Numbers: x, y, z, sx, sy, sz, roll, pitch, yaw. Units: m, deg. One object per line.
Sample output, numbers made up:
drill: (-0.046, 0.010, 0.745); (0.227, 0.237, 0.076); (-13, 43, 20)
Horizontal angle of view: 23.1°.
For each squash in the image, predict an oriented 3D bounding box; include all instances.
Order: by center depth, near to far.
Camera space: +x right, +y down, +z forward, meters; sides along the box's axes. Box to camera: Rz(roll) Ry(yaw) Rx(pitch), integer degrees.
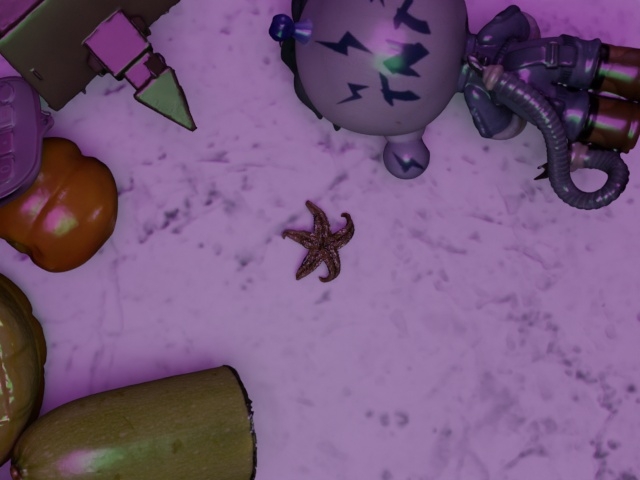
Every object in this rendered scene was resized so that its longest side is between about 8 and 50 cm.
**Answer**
squash: (-0.195, 0.208, 1.580); (0.247, 0.132, 0.132); (-9, 94, -22)

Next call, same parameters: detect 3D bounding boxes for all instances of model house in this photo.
model house: (-0.209, -0.200, 1.562); (0.181, 0.176, 0.248); (-41, 91, -2)

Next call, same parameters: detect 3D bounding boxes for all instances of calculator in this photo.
calculator: (-0.398, -0.068, 1.557); (0.294, 0.194, 0.043); (-18, 135, 8)

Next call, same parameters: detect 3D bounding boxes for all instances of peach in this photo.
peach: (-0.273, -0.040, 1.593); (0.138, 0.138, 0.138); (0, 93, -5)

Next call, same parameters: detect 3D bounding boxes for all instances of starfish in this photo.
starfish: (0.000, 0.000, 1.669); (0.078, 0.028, 0.091); (-13, 90, -2)

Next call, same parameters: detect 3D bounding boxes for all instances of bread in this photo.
bread: (-0.414, 0.138, 1.580); (0.270, 0.148, 0.269); (-1, 97, -5)

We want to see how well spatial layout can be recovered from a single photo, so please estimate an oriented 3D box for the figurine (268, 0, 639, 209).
figurine: (0.139, -0.188, 1.598); (0.382, 0.186, 0.261); (12, 86, -1)
